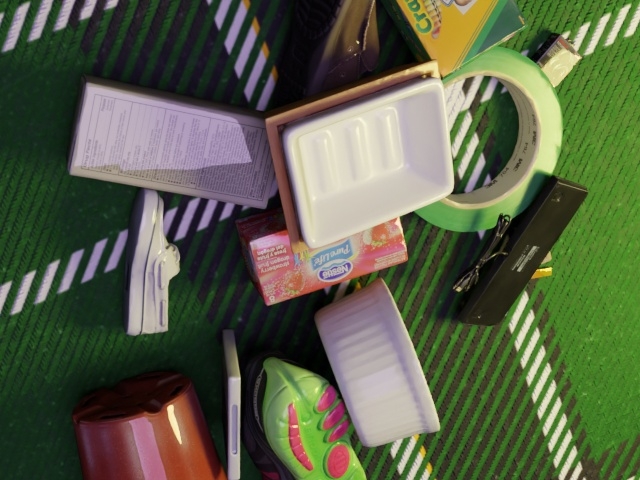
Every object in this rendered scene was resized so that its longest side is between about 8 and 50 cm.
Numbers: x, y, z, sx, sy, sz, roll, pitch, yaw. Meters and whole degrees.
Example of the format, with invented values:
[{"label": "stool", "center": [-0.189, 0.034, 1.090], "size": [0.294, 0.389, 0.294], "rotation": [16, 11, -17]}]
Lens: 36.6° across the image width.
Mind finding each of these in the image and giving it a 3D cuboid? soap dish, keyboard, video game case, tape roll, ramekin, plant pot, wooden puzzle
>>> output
[{"label": "soap dish", "center": [0.057, -0.135, 1.486], "size": [0.291, 0.118, 0.229], "rotation": [-21, 122, -17]}, {"label": "keyboard", "center": [0.337, 0.021, 1.721], "size": [0.201, 0.033, 0.317], "rotation": [10, 117, -46]}, {"label": "video game case", "center": [-0.150, 0.270, 1.623], "size": [0.023, 0.201, 0.183], "rotation": [-1, 107, -9]}, {"label": "tape roll", "center": [0.256, -0.178, 1.666], "size": [0.321, 0.077, 0.321], "rotation": [-5, 109, -14]}, {"label": "ramekin", "center": [0.090, 0.214, 1.642], "size": [0.135, 0.277, 0.277], "rotation": [-21, 112, -1]}, {"label": "plant pot", "center": [-0.280, 0.376, 1.603], "size": [0.272, 0.272, 0.265], "rotation": [-15, 102, -11]}, {"label": "wooden puzzle", "center": [0.393, 0.020, 1.803], "size": [0.078, 0.014, 0.116], "rotation": [-18, 111, -15]}]

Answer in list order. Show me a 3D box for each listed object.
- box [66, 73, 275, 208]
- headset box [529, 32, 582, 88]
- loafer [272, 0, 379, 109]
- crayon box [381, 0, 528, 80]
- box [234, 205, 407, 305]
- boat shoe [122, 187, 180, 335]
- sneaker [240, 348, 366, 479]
[{"label": "box", "center": [-0.228, -0.154, 1.509], "size": [0.311, 0.121, 0.148], "rotation": [11, 104, -19]}, {"label": "headset box", "center": [0.410, -0.316, 1.690], "size": [0.062, 0.032, 0.083], "rotation": [40, 95, -23]}, {"label": "loafer", "center": [0.029, -0.326, 1.512], "size": [0.130, 0.134, 0.366], "rotation": [-4, 132, -32]}, {"label": "crayon box", "center": [0.180, -0.409, 1.526], "size": [0.165, 0.081, 0.278], "rotation": [-32, 95, -5]}, {"label": "box", "center": [0.000, 0.000, 1.621], "size": [0.257, 0.128, 0.122], "rotation": [-18, 111, -11]}, {"label": "boat shoe", "center": [-0.272, 0.035, 1.582], "size": [0.084, 0.095, 0.258], "rotation": [1, 117, -21]}, {"label": "sneaker", "center": [-0.036, 0.379, 1.713], "size": [0.185, 0.202, 0.483], "rotation": [-21, 129, -22]}]
